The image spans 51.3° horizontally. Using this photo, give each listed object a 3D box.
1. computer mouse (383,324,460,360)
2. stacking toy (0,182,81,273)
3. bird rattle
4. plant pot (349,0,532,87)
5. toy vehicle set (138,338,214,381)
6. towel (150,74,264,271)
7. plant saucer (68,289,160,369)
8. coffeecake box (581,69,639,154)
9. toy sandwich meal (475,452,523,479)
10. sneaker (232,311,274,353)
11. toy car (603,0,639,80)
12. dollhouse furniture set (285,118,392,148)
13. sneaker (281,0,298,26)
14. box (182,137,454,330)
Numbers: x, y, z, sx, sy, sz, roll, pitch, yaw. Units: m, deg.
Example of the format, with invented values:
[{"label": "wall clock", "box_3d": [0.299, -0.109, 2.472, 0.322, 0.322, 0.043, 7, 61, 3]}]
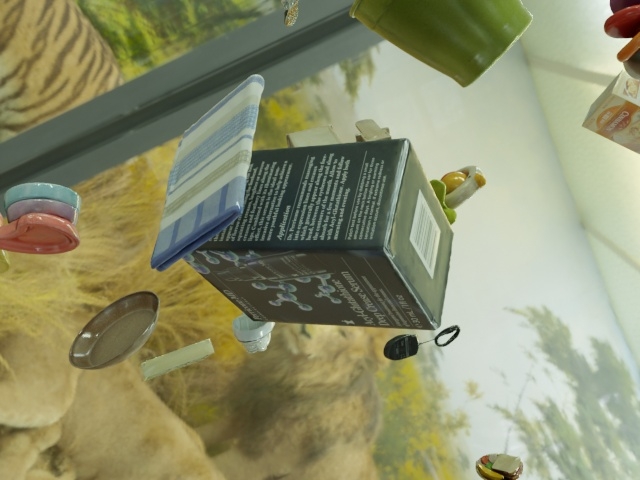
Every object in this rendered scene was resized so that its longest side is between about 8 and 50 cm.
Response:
[{"label": "computer mouse", "box_3d": [0.277, 0.274, 1.835, 0.041, 0.242, 0.071, -147, -130, -62]}, {"label": "stacking toy", "box_3d": [-0.600, -0.054, 1.174, 0.279, 0.308, 0.131, 36, 44, -61]}, {"label": "bird rattle", "box_3d": [0.297, -0.099, 1.583, 0.143, 0.207, 0.253, 54, 8, -5]}, {"label": "plant pot", "box_3d": [0.323, -0.584, 1.672, 0.353, 0.366, 0.366, 43, 10, -4]}, {"label": "toy vehicle set", "box_3d": [-0.360, 0.297, 1.638, 0.035, 0.165, 0.267, 69, -20, 7]}, {"label": "towel", "box_3d": [-0.164, -0.104, 0.995, 0.034, 0.209, 0.285, 33, 42, -32]}, {"label": "plant saucer", "box_3d": [-0.380, 0.176, 1.261, 0.036, 0.198, 0.199, 60, 10, -29]}, {"label": "coffeecake box", "box_3d": [0.662, -0.250, 1.373, 0.185, 0.068, 0.142, 28, -17, 6]}, {"label": "toy sandwich meal", "box_3d": [0.323, 0.409, 1.212, 0.085, 0.085, 0.029, -95, 178, -67]}, {"label": "sneaker", "box_3d": [-0.144, 0.210, 1.510, 0.258, 0.094, 0.091, -82, 166, -87]}, {"label": "toy car", "box_3d": [0.525, -0.356, 1.064, 0.159, 0.136, 0.182, 95, 17, -77]}, {"label": "dollhouse furniture set", "box_3d": [0.033, -0.081, 1.600, 0.174, 0.303, 0.356, -112, -171, -61]}, {"label": "sneaker", "box_3d": [-0.070, -0.513, 1.462, 0.032, 0.037, 0.083, -12, 118, -56]}, {"label": "box", "box_3d": [0.000, 0.000, 1.186, 0.293, 0.395, 0.212, 51, 46, -49]}]
